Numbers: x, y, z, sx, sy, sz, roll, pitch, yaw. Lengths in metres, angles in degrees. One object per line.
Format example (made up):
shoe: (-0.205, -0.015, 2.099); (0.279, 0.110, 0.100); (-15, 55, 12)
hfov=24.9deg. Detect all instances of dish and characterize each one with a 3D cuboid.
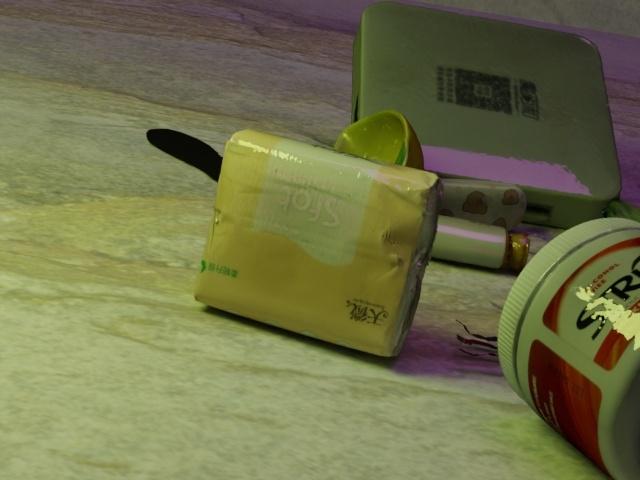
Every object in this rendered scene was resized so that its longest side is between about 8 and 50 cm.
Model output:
dish: (0.079, -0.079, 1.817); (0.080, 0.149, 0.207); (36, 16, -29)

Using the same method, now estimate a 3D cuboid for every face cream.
face cream: (0.158, -0.002, 1.729); (0.182, 0.051, 0.072); (11, 14, -2)
face cream: (0.284, 0.102, 1.257); (0.201, 0.201, 0.187); (1, 21, -27)

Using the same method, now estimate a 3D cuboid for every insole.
insole: (-0.161, -0.111, 1.940); (0.086, 0.005, 0.253); (-3, 23, -35)

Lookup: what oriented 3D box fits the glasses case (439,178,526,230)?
glasses case: (0.190, -0.045, 1.859); (0.164, 0.063, 0.041); (3, 17, -25)

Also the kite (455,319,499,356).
kite: (0.252, 0.126, 1.455); (0.245, 0.015, 0.141); (15, 15, -5)

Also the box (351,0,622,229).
box: (0.230, -0.178, 2.049); (0.373, 0.090, 0.367); (10, 46, -7)

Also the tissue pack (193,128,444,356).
tissue pack: (0.000, 0.000, 1.424); (0.222, 0.186, 0.090); (17, 6, 18)

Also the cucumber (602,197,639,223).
cucumber: (0.466, -0.033, 1.816); (0.191, 0.191, 0.130); (15, 19, 11)
